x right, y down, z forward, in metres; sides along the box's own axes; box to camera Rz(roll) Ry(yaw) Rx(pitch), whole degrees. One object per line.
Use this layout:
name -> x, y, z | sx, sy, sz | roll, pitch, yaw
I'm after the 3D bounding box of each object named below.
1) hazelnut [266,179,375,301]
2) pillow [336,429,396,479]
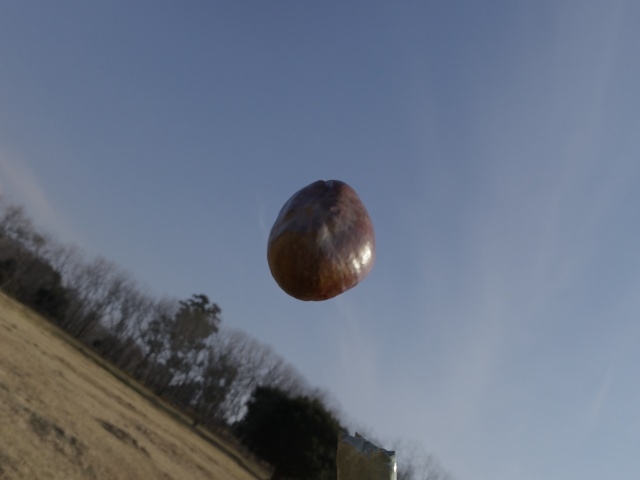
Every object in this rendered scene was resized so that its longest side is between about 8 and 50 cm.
hazelnut -> 0.000, 0.000, 0.760 | 0.143, 0.154, 0.143 | 31, -30, 21
pillow -> 0.083, 0.440, 1.084 | 0.077, 0.182, 0.134 | 2, -3, -32
